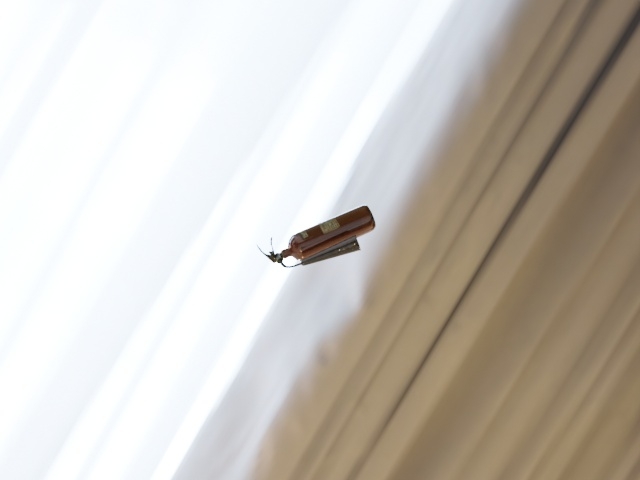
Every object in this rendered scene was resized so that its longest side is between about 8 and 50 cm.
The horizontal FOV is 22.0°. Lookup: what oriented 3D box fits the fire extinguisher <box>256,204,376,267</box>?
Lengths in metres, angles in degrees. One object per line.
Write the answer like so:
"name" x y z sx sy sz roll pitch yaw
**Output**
"fire extinguisher" 0.002 0.005 1.369 0.032 0.100 0.046 79 164 -56
